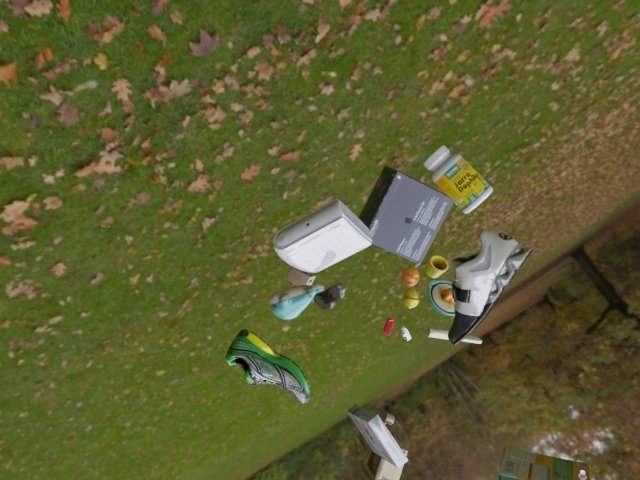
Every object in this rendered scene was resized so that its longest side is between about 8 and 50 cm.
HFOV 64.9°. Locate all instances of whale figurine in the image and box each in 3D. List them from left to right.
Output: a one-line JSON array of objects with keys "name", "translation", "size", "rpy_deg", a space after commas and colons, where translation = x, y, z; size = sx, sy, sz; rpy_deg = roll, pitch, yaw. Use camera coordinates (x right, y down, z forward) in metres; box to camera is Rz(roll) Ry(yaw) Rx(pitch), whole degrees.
[{"name": "whale figurine", "translation": [-0.106, 0.281, 2.323], "size": [0.272, 0.141, 0.216], "rpy_deg": [-20, 172, 28]}]

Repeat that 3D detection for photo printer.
[{"name": "photo printer", "translation": [0.000, 0.000, 1.822], "size": [0.308, 0.107, 0.256], "rpy_deg": [-29, 144, 19]}]

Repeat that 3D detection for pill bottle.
[{"name": "pill bottle", "translation": [0.425, -0.195, 1.574], "size": [0.118, 0.208, 0.117], "rpy_deg": [-42, 175, -4]}]

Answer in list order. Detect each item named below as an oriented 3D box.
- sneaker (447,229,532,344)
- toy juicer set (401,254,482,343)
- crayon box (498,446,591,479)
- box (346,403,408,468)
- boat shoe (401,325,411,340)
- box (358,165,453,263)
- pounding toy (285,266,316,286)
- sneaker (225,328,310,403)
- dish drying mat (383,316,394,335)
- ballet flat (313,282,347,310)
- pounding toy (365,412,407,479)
[{"name": "sneaker", "translation": [0.392, 0.117, 1.297], "size": [0.122, 0.146, 0.330], "rpy_deg": [-19, 139, -56]}, {"name": "toy juicer set", "translation": [0.385, 0.199, 1.657], "size": [0.209, 0.328, 0.089], "rpy_deg": [-7, 146, -24]}, {"name": "crayon box", "translation": [0.887, 0.938, 1.993], "size": [0.323, 0.083, 0.203], "rpy_deg": [1, -170, 26]}, {"name": "box", "translation": [0.151, 0.530, 1.376], "size": [0.038, 0.145, 0.186], "rpy_deg": [-34, 180, -18]}, {"name": "boat shoe", "translation": [0.413, 0.457, 2.467], "size": [0.035, 0.035, 0.100], "rpy_deg": [-40, 127, -13]}, {"name": "box", "translation": [0.370, -0.116, 2.285], "size": [0.343, 0.313, 0.179], "rpy_deg": [-63, -162, 8]}, {"name": "pounding toy", "translation": [-0.096, 0.169, 2.557], "size": [0.100, 0.130, 0.141], "rpy_deg": [-62, 166, 7]}, {"name": "sneaker", "translation": [-0.187, 0.475, 1.791], "size": [0.146, 0.344, 0.134], "rpy_deg": [-52, 171, -35]}, {"name": "dish drying mat", "translation": [0.293, 0.367, 2.159], "size": [0.008, 0.032, 0.083], "rpy_deg": [-47, -171, 48]}, {"name": "ballet flat", "translation": [0.041, 0.215, 1.979], "size": [0.058, 0.084, 0.250], "rpy_deg": [-41, 177, -30]}, {"name": "pounding toy", "translation": [0.239, 0.716, 1.758], "size": [0.181, 0.094, 0.205], "rpy_deg": [155, -46, -81]}]
